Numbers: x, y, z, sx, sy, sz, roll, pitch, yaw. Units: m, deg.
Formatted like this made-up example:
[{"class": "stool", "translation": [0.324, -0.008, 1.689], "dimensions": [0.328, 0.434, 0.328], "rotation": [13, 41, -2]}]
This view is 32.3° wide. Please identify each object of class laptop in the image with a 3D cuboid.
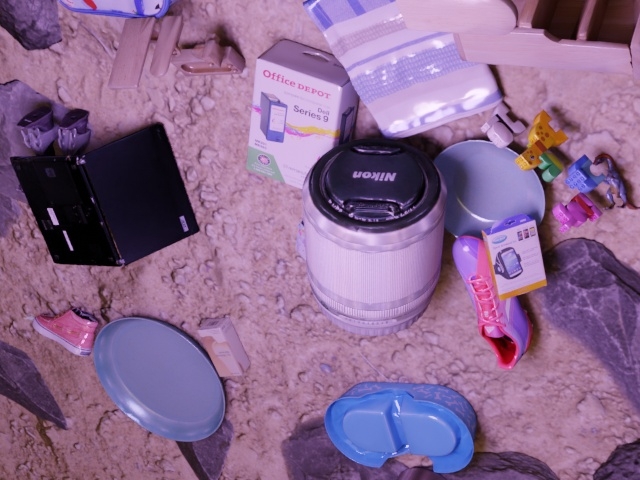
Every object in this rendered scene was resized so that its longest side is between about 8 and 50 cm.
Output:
[{"class": "laptop", "translation": [-0.397, -0.082, 2.038], "dimensions": [0.264, 0.136, 0.234], "rotation": [1, 122, 30]}]

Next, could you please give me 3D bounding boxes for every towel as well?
[{"class": "towel", "translation": [0.124, -0.278, 1.633], "dimensions": [0.209, 0.034, 0.285], "rotation": [-16, 127, 27]}]

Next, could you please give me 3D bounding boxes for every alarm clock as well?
[{"class": "alarm clock", "translation": [0.181, 0.507, 2.164], "dimensions": [0.192, 0.064, 0.129], "rotation": [11, 125, 26]}]

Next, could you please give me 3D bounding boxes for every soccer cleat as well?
[{"class": "soccer cleat", "translation": [0.277, 0.100, 1.791], "dimensions": [0.083, 0.095, 0.248], "rotation": [-6, 129, 35]}]

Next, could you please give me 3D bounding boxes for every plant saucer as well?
[{"class": "plant saucer", "translation": [-0.330, 0.283, 2.306], "dimensions": [0.318, 0.043, 0.317], "rotation": [14, 125, 21]}, {"class": "plant saucer", "translation": [0.264, -0.078, 1.744], "dimensions": [0.195, 0.037, 0.195], "rotation": [15, 127, 21]}]

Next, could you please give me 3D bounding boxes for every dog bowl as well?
[{"class": "dog bowl", "translation": [0.154, 0.340, 2.058], "dimensions": [0.297, 0.074, 0.166], "rotation": [-2, 119, 29]}]

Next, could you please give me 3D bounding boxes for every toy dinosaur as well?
[{"class": "toy dinosaur", "translation": [0.436, -0.088, 1.653], "dimensions": [0.047, 0.090, 0.082], "rotation": [-6, 83, 46]}]

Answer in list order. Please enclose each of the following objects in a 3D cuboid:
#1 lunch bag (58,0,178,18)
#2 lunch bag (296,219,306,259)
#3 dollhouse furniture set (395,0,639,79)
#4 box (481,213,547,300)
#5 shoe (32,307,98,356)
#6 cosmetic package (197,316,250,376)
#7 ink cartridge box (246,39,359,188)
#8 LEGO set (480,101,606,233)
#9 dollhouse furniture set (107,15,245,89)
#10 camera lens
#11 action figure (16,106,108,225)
[{"class": "lunch bag", "translation": [-0.325, -0.506, 1.738], "dimensions": [0.243, 0.115, 0.303], "rotation": [11, 126, 20]}, {"class": "lunch bag", "translation": [0.000, 0.000, 1.931], "dimensions": [0.083, 0.053, 0.071], "rotation": [14, 129, 9]}, {"class": "dollhouse furniture set", "translation": [0.272, -0.392, 1.338], "dimensions": [0.257, 0.362, 0.394], "rotation": [9, 152, 25]}, {"class": "box", "translation": [0.301, 0.020, 1.719], "dimensions": [0.081, 0.028, 0.136], "rotation": [-18, 114, -5]}, {"class": "shoe", "translation": [-0.538, 0.175, 2.342], "dimensions": [0.178, 0.063, 0.081], "rotation": [24, 98, 36]}, {"class": "cosmetic package", "translation": [-0.190, 0.211, 2.182], "dimensions": [0.060, 0.041, 0.115], "rotation": [-10, 115, 33]}, {"class": "ink cartridge box", "translation": [-0.028, -0.198, 1.790], "dimensions": [0.154, 0.093, 0.212], "rotation": [22, 127, 16]}, {"class": "LEGO set", "translation": [0.325, -0.109, 1.618], "dimensions": [0.227, 0.093, 0.087], "rotation": [48, 150, 4]}, {"class": "dollhouse furniture set", "translation": [-0.230, -0.270, 1.787], "dimensions": [0.144, 0.123, 0.151], "rotation": [2, 160, 28]}, {"class": "camera lens", "translation": [0.084, -0.007, 1.744], "dimensions": [0.219, 0.219, 0.274], "rotation": [19, 142, 17]}, {"class": "action figure", "translation": [-0.493, -0.116, 2.098], "dimensions": [0.185, 0.099, 0.285], "rotation": [11, 129, 12]}]
